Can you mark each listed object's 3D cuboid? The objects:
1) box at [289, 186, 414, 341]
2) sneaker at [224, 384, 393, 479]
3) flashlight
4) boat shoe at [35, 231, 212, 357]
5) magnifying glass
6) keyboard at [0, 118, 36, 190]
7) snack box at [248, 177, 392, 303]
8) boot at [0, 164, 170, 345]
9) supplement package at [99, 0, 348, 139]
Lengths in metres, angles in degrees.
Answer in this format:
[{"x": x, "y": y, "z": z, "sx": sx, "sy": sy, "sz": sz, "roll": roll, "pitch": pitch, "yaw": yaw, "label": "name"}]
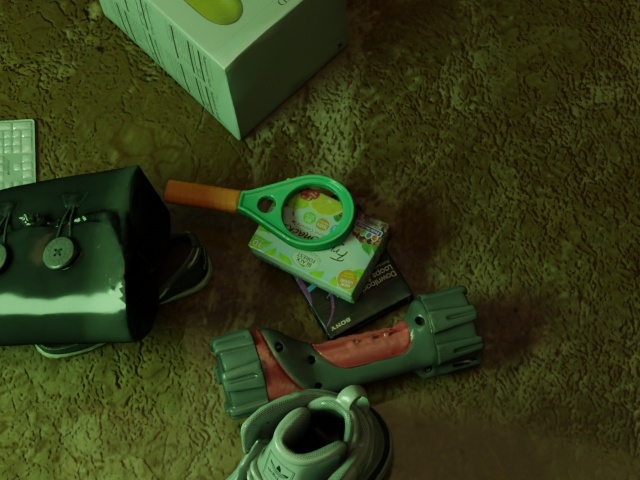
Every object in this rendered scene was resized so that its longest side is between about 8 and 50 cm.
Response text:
[{"x": 0.024, "y": 0.029, "z": 1.813, "sx": 0.116, "sy": 0.029, "sz": 0.162, "roll": -29, "pitch": 71, "yaw": -7, "label": "box"}, {"x": -0.076, "y": 0.286, "z": 1.622, "sx": 0.366, "sy": 0.210, "sz": 0.137, "roll": -39, "pitch": 71, "yaw": -11, "label": "sneaker"}, {"x": 0.030, "y": 0.121, "z": 1.725, "sx": 0.304, "sy": 0.103, "sz": 0.103, "roll": -15, "pitch": 58, "yaw": -9, "label": "flashlight"}, {"x": -0.242, "y": 0.060, "z": 1.792, "sx": 0.233, "sy": 0.079, "sz": 0.084, "roll": -28, "pitch": 72, "yaw": -6, "label": "boat shoe"}, {"x": -0.072, "y": -0.042, "z": 1.782, "sx": 0.231, "sy": 0.026, "sz": 0.092, "roll": 8, "pitch": 69, "yaw": 13, "label": "magnifying glass"}, {"x": -0.388, "y": -0.033, "z": 1.870, "sx": 0.072, "sy": 0.014, "sz": 0.256, "roll": -6, "pitch": 69, "yaw": 1, "label": "keyboard"}, {"x": 0.000, "y": 0.000, "z": 1.789, "sx": 0.141, "sy": 0.037, "sz": 0.100, "roll": 25, "pitch": 74, "yaw": 16, "label": "snack box"}, {"x": -0.402, "y": 0.109, "z": 1.714, "sx": 0.445, "sy": 0.146, "sz": 0.367, "roll": -4, "pitch": 68, "yaw": 10, "label": "boot"}, {"x": -0.126, "y": -0.308, "z": 1.861, "sx": 0.199, "sy": 0.198, "sz": 0.262, "roll": -43, "pitch": 73, "yaw": -13, "label": "supplement package"}]
